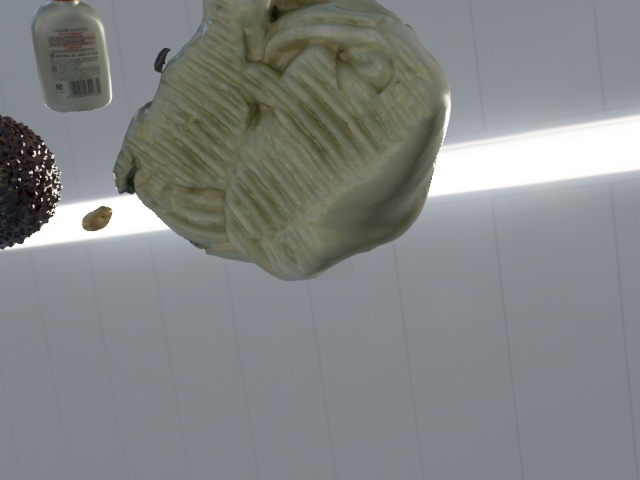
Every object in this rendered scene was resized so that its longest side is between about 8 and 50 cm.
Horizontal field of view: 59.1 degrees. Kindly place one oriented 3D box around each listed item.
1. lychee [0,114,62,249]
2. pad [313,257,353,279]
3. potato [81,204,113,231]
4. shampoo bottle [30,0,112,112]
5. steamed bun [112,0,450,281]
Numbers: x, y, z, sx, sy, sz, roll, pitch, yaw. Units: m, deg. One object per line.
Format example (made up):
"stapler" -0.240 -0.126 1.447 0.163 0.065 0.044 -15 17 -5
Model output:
"lychee" -0.421 -0.080 0.711 0.188 0.188 0.188 3 -82 20
"pad" 0.000 0.000 1.341 0.156 0.004 0.232 1 -58 4
"potato" -0.570 -0.056 1.442 0.083 0.062 0.068 -52 -145 7
"shampoo bottle" -0.385 -0.311 0.868 0.051 0.108 0.221 43 -42 43
"steamed bun" -0.033 -0.129 0.679 0.394 0.237 0.346 -8 -88 20
